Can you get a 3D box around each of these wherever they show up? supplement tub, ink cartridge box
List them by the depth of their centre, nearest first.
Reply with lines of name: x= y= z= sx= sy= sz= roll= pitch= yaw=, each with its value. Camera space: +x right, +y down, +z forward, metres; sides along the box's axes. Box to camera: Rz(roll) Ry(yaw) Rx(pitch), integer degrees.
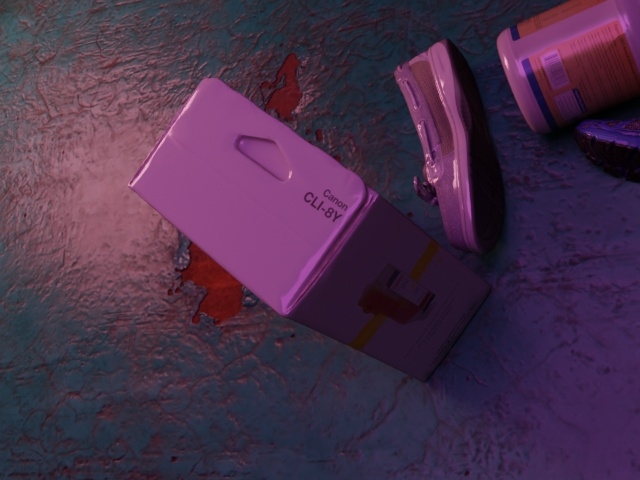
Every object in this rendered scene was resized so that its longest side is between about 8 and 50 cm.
ink cartridge box: x=0.000 y=0.000 z=1.138 sx=0.279 sy=0.384 sz=0.160 roll=36 pitch=91 yaw=32
supplement tub: x=0.335 y=-0.231 z=1.188 sx=0.199 sy=0.144 sz=0.144 roll=-21 pitch=64 yaw=19

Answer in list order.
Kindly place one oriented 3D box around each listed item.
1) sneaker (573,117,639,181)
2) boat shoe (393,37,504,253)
sneaker: x=0.419 y=-0.123 z=1.157 sx=0.221 sy=0.083 sz=0.087 roll=9 pitch=64 yaw=24
boat shoe: x=0.165 y=-0.119 z=1.260 sx=0.103 sy=0.118 sz=0.320 roll=-22 pitch=60 yaw=26
